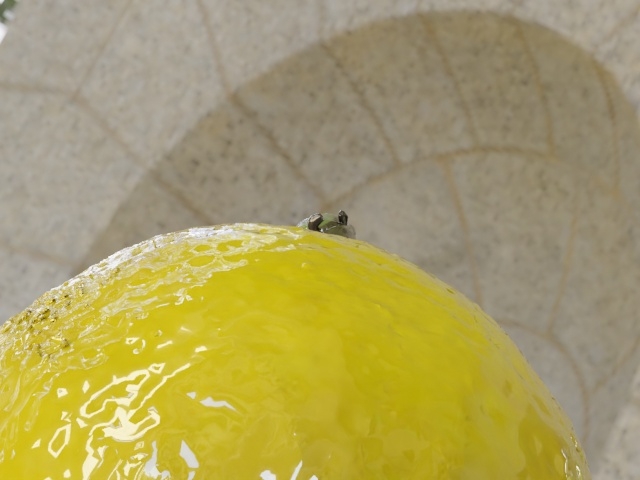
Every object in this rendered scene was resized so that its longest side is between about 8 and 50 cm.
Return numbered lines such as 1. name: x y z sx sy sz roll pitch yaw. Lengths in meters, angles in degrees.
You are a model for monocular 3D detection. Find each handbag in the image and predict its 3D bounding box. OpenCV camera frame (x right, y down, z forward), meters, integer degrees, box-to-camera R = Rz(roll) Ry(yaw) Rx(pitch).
1. handbag: 0.000 0.000 1.429 0.047 0.072 0.111 61 14 1

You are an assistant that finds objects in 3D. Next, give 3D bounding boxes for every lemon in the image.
1. lemon: -0.026 0.126 0.591 0.293 0.293 0.293 25 -16 8
